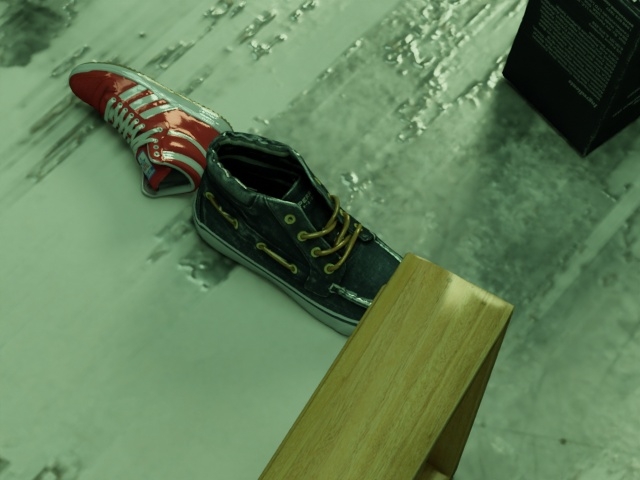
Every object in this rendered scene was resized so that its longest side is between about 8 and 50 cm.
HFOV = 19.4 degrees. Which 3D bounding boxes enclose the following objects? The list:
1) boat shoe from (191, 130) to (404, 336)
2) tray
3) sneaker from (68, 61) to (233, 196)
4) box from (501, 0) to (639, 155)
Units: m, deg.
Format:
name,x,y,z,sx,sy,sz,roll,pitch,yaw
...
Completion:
name,x,y,z,sx,sy,sz,roll,pitch,yaw
boat shoe,0.000,0.000,1.200,0.183,0.083,0.065,27,59,9
tray,-0.035,0.218,0.987,0.076,0.203,0.411,29,59,11
sneaker,-0.124,-0.072,1.252,0.118,0.042,0.067,23,55,4
box,0.223,-0.166,1.290,0.156,0.158,0.093,-35,69,-26
